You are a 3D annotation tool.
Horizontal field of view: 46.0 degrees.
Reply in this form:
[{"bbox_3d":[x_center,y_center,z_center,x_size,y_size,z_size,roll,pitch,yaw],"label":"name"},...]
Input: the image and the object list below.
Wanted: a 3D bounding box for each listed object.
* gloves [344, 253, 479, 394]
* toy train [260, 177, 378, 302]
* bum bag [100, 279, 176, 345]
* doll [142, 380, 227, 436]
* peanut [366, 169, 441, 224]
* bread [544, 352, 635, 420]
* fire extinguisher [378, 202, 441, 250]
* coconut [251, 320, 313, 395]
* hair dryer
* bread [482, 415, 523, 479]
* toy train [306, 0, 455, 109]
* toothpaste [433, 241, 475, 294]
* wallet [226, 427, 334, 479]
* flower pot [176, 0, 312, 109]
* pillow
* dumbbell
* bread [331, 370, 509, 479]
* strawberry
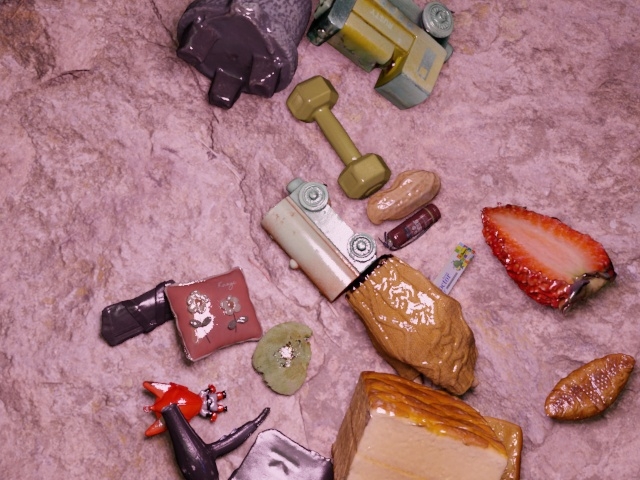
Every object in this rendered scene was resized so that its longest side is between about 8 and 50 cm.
[{"bbox_3d":[0.204,0.188,1.564,0.203,0.155,0.356,-45,103,4],"label":"gloves"},{"bbox_3d":[0.000,0.000,1.655,0.177,0.116,0.285,-42,82,-5],"label":"toy train"},{"bbox_3d":[-0.370,0.150,1.588,0.197,0.049,0.087,-24,100,-14],"label":"bum bag"},{"bbox_3d":[-0.274,0.334,1.530,0.168,0.057,0.109,-3,75,-11],"label":"doll"},{"bbox_3d":[0.189,-0.102,1.711,0.194,0.094,0.083,-27,39,-16],"label":"peanut"},{"bbox_3d":[0.581,0.324,1.627,0.233,0.076,0.105,-31,66,-8],"label":"bread"},{"bbox_3d":[0.202,-0.026,1.714,0.158,0.043,0.064,-34,121,-15],"label":"fire extinguisher"},{"bbox_3d":[-0.079,0.243,1.586,0.133,0.055,0.158,1,70,-8],"label":"coconut"},{"bbox_3d":[-0.197,0.381,1.518,0.219,0.075,0.196,-27,97,-28],"label":"hair dryer"},{"bbox_3d":[0.349,0.466,1.552,0.115,0.077,0.201,10,73,-5],"label":"bread"},{"bbox_3d":[0.142,-0.498,1.755,0.397,0.160,0.253,33,68,-23],"label":"toy train"},{"bbox_3d":[0.290,0.080,1.694,0.046,0.034,0.164,34,71,8],"label":"toothpaste"},{"bbox_3d":[-0.127,0.563,1.478,0.197,0.051,0.378,33,70,4],"label":"wallet"},{"bbox_3d":[-0.173,-0.468,1.680,0.298,0.299,0.283,20,67,0],"label":"flower pot"},{"bbox_3d":[-0.218,0.150,1.577,0.179,0.075,0.172,-15,78,-28],"label":"pillow"},{"bbox_3d":[0.041,-0.235,1.729,0.108,0.121,0.302,-22,75,-42],"label":"dumbbell"},{"bbox_3d":[0.176,0.396,1.426,0.278,0.279,0.207,19,94,1],"label":"bread"},{"bbox_3d":[0.494,0.038,1.701,0.233,0.138,0.306,-22,49,-32],"label":"strawberry"}]
